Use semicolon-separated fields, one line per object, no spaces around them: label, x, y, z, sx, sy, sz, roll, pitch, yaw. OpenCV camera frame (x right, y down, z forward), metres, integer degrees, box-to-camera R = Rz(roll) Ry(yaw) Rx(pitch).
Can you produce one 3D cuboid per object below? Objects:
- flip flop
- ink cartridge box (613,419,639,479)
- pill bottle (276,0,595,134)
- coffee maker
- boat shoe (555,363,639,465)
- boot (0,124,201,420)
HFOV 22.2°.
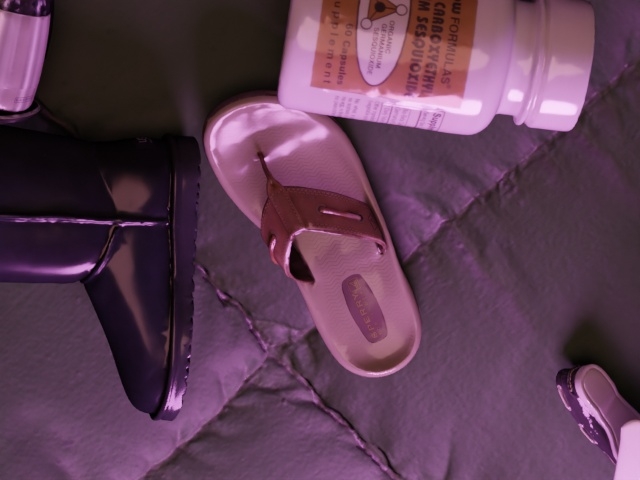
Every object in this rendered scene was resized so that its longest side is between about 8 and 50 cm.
flip flop;0.000;0.000;1.331;0.112;0.080;0.277;-24;107;8
ink cartridge box;0.406;0.230;1.388;0.353;0.119;0.207;6;110;-3
pill bottle;0.087;-0.150;1.251;0.229;0.131;0.131;8;109;-3
coffee maker;-0.275;-0.200;1.243;0.171;0.120;0.178;18;108;-5
boat shoe;0.246;0.158;1.407;0.125;0.038;0.046;51;60;-21
boot;-0.207;0.026;1.314;0.207;0.094;0.246;1;103;-15
